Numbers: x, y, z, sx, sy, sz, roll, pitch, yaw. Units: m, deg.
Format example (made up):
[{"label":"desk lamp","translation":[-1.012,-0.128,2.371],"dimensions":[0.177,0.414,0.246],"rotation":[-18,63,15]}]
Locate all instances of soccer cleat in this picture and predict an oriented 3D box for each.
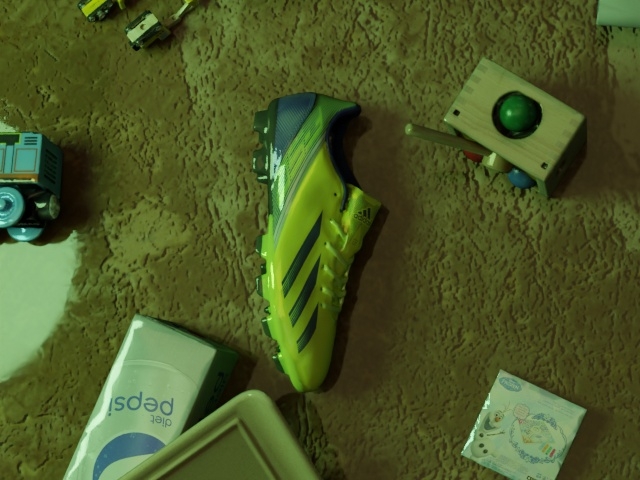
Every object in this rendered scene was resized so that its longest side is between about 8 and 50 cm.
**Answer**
[{"label":"soccer cleat","translation":[0.000,-0.001,1.440],"dimensions":[0.121,0.093,0.289],"rotation":[-3,83,3]}]

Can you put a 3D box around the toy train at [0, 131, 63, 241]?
[{"label":"toy train","translation":[-0.348,-0.055,1.517],"dimensions":[0.184,0.080,0.105],"rotation":[0,74,12]}]

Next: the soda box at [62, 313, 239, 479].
[{"label":"soda box","translation":[-0.182,0.218,1.443],"dimensions":[0.091,0.098,0.286],"rotation":[23,87,12]}]

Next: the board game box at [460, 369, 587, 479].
[{"label":"board game box","translation":[0.192,0.181,1.420],"dimensions":[0.090,0.020,0.090],"rotation":[25,89,12]}]

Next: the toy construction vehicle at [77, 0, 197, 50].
[{"label":"toy construction vehicle","translation":[-0.184,-0.238,1.532],"dimensions":[0.098,0.035,0.086],"rotation":[-41,68,1]}]

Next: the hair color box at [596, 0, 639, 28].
[{"label":"hair color box","translation":[0.440,-0.271,1.332],"dimensions":[0.374,0.185,0.114],"rotation":[5,64,10]}]

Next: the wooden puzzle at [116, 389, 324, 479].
[{"label":"wooden puzzle","translation":[-0.100,0.284,1.395],"dimensions":[0.238,0.044,0.221],"rotation":[-33,106,-8]}]

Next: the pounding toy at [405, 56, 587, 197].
[{"label":"pounding toy","translation":[0.165,-0.099,1.395],"dimensions":[0.130,0.141,0.100],"rotation":[32,90,12]}]
